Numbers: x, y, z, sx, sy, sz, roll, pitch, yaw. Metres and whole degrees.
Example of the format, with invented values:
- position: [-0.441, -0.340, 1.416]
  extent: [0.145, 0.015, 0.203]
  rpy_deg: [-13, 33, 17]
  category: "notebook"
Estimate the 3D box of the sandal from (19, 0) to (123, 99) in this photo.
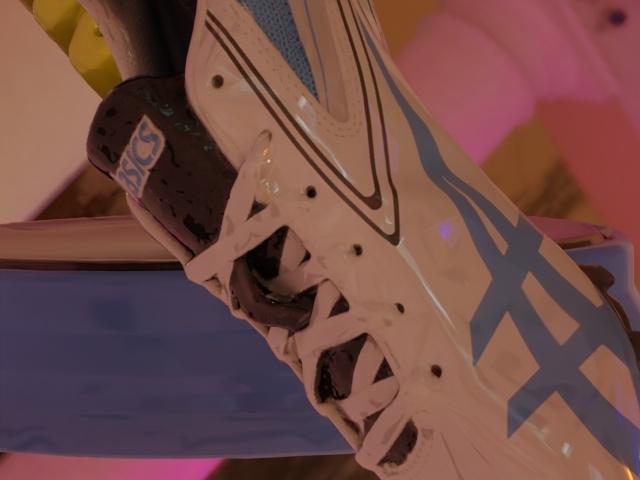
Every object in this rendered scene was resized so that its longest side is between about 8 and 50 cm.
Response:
- position: [-0.086, -0.155, 0.723]
  extent: [0.317, 0.138, 0.126]
  rpy_deg: [47, 1, 14]
  category: "sandal"

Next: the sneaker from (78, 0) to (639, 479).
- position: [0.000, 0.000, 0.397]
  extent: [0.237, 0.086, 0.085]
  rpy_deg: [59, -32, 22]
  category: "sneaker"

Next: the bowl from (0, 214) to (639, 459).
- position: [-0.034, 0.032, 0.850]
  extent: [0.391, 0.391, 0.077]
  rpy_deg: [7, -81, 63]
  category: "bowl"
